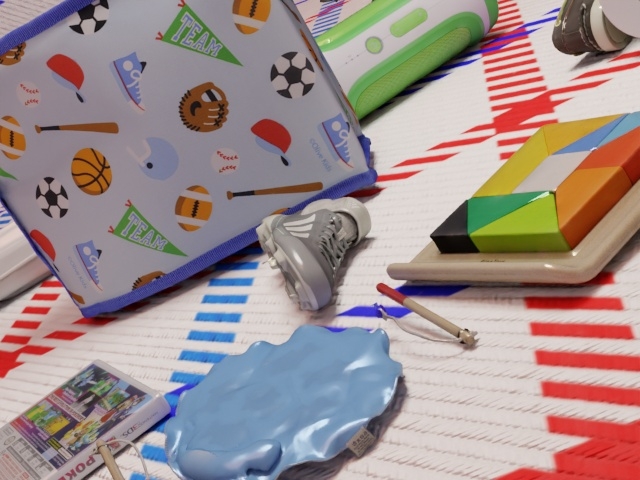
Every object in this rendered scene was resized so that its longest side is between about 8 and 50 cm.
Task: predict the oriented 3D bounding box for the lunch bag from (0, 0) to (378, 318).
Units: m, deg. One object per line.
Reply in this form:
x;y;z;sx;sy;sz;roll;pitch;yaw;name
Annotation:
-0.181;-0.133;1.338;0.385;0.327;0.239;-29;12;9;lunch bag

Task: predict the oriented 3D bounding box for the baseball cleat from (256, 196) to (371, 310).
0.000;0.000;1.105;0.109;0.072;0.206;-25;20;-5;baseball cleat

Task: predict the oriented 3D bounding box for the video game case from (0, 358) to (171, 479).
-0.238;0.178;1.070;0.183;0.023;0.201;-36;17;-19;video game case

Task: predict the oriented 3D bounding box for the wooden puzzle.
0.187;-0.042;0.955;0.239;0.044;0.221;-38;17;-26;wooden puzzle

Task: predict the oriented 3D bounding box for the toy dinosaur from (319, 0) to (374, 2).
0.119;-0.343;1.775;0.322;0.164;0.218;-15;25;-31;toy dinosaur

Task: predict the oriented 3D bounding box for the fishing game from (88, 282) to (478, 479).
-0.023;0.119;0.862;0.264;0.041;0.189;-29;24;-17;fishing game

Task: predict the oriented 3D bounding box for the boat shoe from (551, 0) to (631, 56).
0.319;-0.275;1.339;0.069;0.081;0.227;-9;29;40;boat shoe

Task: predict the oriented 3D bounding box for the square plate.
-0.381;-0.019;1.818;0.347;0.049;0.344;-32;17;-7;square plate

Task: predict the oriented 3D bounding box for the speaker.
0.083;-0.247;1.577;0.296;0.131;0.131;-35;18;-15;speaker

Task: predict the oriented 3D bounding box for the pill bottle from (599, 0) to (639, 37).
0.363;-0.291;1.248;0.121;0.121;0.216;-14;23;43;pill bottle
